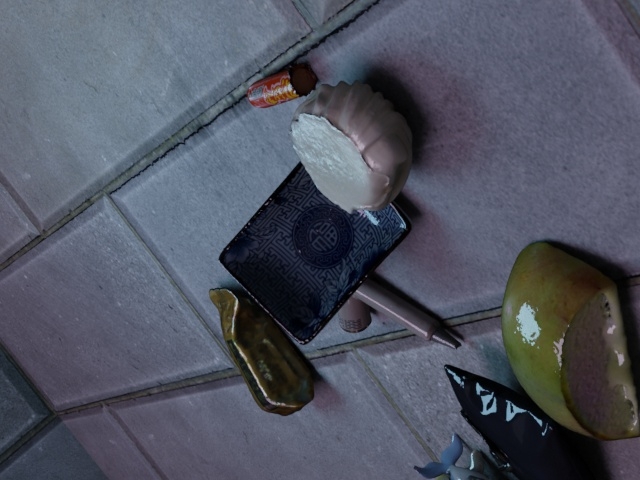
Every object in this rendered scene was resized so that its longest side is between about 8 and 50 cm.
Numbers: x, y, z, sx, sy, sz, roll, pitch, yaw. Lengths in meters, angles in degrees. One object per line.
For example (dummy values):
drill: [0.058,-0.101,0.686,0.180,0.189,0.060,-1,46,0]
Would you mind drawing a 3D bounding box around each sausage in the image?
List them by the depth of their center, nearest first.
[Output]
sausage: [-0.062,-0.208,1.586,0.050,0.048,0.145,20,167,-30]

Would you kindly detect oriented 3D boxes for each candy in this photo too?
candy: [-0.111,0.192,2.073,0.271,0.101,0.143,57,156,-1]

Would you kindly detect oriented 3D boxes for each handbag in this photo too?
handbag: [0.287,0.283,1.626,0.211,0.088,0.254,29,160,47]

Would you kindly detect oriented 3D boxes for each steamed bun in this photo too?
steamed bun: [0.048,-0.128,1.472,0.183,0.106,0.183,37,149,27]

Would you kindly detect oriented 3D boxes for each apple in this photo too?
apple: [0.288,0.134,1.447,0.193,0.120,0.265,30,145,50]

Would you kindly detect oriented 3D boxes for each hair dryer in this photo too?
hair dryer: [0.104,0.085,1.696,0.220,0.054,0.195,25,143,34]

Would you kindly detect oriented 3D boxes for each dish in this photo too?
dish: [0.000,0.000,1.627,0.182,0.080,0.243,44,107,9]

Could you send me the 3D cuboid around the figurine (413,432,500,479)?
figurine: [0.237,0.418,1.843,0.208,0.128,0.184,56,154,4]
